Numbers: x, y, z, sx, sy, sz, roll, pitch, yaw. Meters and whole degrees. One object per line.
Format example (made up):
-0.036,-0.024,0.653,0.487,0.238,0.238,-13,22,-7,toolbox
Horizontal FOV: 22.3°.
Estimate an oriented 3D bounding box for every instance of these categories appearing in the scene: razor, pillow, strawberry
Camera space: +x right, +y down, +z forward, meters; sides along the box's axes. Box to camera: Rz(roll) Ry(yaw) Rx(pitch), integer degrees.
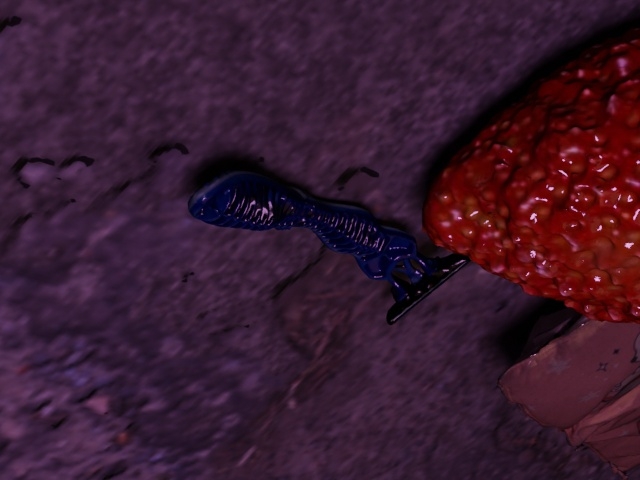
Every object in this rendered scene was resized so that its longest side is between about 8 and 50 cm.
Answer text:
-0.002,-0.003,0.599,0.044,0.028,0.155,-42,147,20,razor
0.169,0.054,0.799,0.135,0.049,0.248,-39,150,10,pillow
0.122,-0.027,0.614,0.131,0.148,0.131,12,90,-73,strawberry
